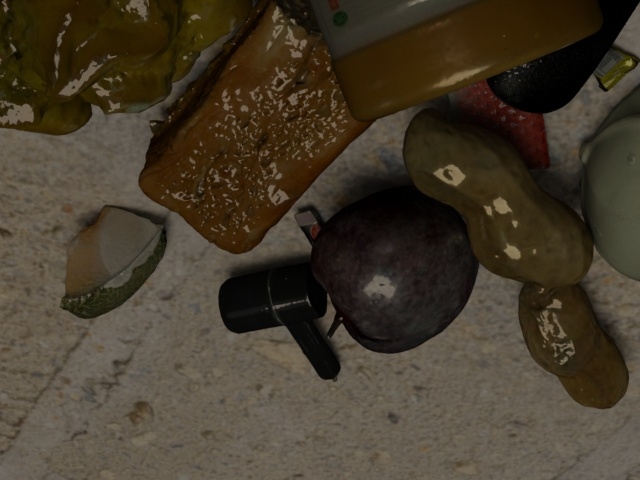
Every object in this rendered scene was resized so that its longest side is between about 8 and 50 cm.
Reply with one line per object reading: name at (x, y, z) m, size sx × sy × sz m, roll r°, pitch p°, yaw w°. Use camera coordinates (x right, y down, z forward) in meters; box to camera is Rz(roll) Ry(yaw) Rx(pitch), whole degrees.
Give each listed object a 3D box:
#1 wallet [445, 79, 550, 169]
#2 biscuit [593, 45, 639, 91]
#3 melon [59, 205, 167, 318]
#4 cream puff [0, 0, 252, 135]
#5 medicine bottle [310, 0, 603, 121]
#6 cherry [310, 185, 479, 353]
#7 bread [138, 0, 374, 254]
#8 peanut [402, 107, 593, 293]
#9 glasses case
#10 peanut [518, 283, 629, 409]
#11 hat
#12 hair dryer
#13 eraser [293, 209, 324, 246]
wallet at (0.184, -0.152, 1.404) m, size 0.103 × 0.020 × 0.197 m, roll 1°, pitch 133°, yaw 22°
biscuit at (0.207, -0.249, 1.321) m, size 0.292 × 0.026 × 0.048 m, roll 36°, pitch 123°, yaw -20°
melon at (-0.278, 0.045, 1.607) m, size 0.093 × 0.139 × 0.202 m, roll 42°, pitch 130°, yaw 3°
cream puff at (-0.229, -0.240, 1.260) m, size 0.324 × 0.257 × 0.291 m, roll 1°, pitch 134°, yaw 10°
medicine bottle at (0.100, -0.250, 1.153) m, size 0.237 × 0.238 × 0.232 m, roll -19°, pitch 97°, yaw 24°
cherry at (0.088, 0.034, 1.489) m, size 0.195 × 0.195 × 0.195 m, roll 5°, pitch 131°, yaw 6°
bread at (-0.040, -0.153, 1.397) m, size 0.185 × 0.109 × 0.380 m, roll 40°, pitch 124°, yaw -9°
peanut at (0.191, -0.041, 1.411) m, size 0.263 × 0.117 × 0.101 m, roll 47°, pitch 142°, yaw -16°
glasses case at (0.253, -0.241, 1.271) m, size 0.103 × 0.067 × 0.267 m, roll 20°, pitch 120°, yaw -19°
peanut at (0.305, 0.126, 1.588) m, size 0.099 × 0.100 × 0.214 m, roll -22°, pitch 129°, yaw 26°
hat at (0.386, -0.004, 1.356) m, size 0.168 × 0.301 × 0.258 m, roll -4°, pitch 132°, yaw -15°
hair dryer at (-0.029, 0.117, 1.658) m, size 0.124 × 0.072 × 0.219 m, roll -13°, pitch 135°, yaw 22°
eraser at (0.000, 0.000, 1.574) m, size 0.027 × 0.019 × 0.099 m, roll -15°, pitch 125°, yaw 22°
